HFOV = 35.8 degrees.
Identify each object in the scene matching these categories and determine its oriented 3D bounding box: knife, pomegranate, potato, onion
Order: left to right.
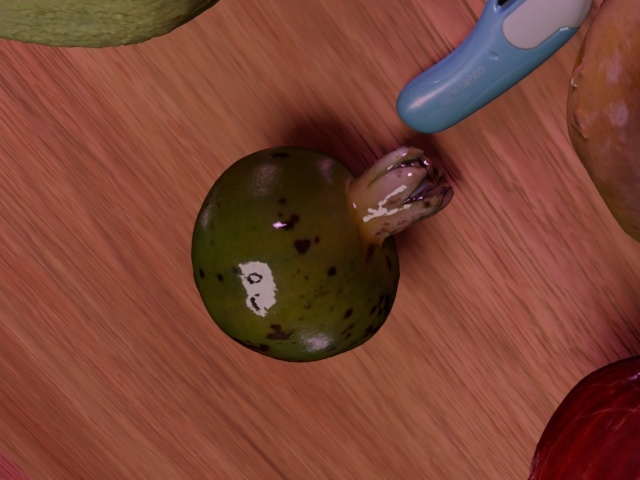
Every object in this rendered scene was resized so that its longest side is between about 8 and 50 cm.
[{"bbox_3d":[0.000,0.000,0.860,0.248,0.202,0.202,-27,114,23],"label":"pomegranate"},{"bbox_3d":[0.119,-0.136,0.714,0.064,0.031,0.222,38,149,-8],"label":"knife"},{"bbox_3d":[0.217,-0.077,0.641,0.138,0.098,0.243,-2,129,45],"label":"potato"},{"bbox_3d":[0.295,0.217,0.762,0.276,0.276,0.276,23,143,19],"label":"onion"}]

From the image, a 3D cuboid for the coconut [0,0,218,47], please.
[{"bbox_3d":[-0.128,-0.280,0.549,0.281,0.328,0.328,5,143,-5],"label":"coconut"}]
